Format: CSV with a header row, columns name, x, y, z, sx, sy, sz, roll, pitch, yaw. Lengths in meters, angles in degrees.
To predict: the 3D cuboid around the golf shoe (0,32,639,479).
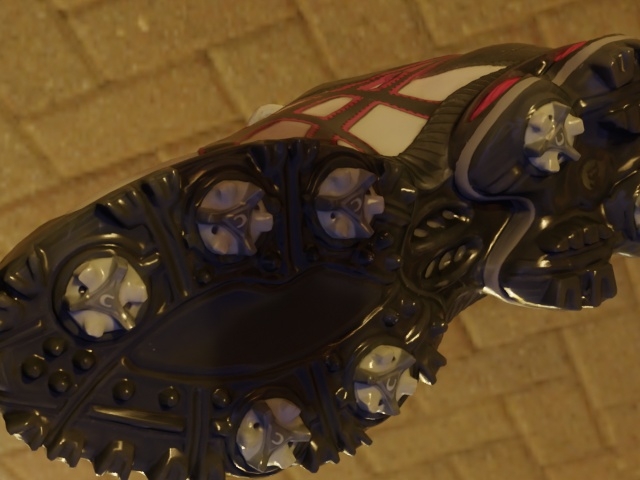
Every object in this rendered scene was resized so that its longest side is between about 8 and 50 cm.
name,x,y,z,sx,sy,sz,roll,pitch,yaw
golf shoe,0.000,0.000,0.526,0.273,0.120,0.105,-19,111,-32
